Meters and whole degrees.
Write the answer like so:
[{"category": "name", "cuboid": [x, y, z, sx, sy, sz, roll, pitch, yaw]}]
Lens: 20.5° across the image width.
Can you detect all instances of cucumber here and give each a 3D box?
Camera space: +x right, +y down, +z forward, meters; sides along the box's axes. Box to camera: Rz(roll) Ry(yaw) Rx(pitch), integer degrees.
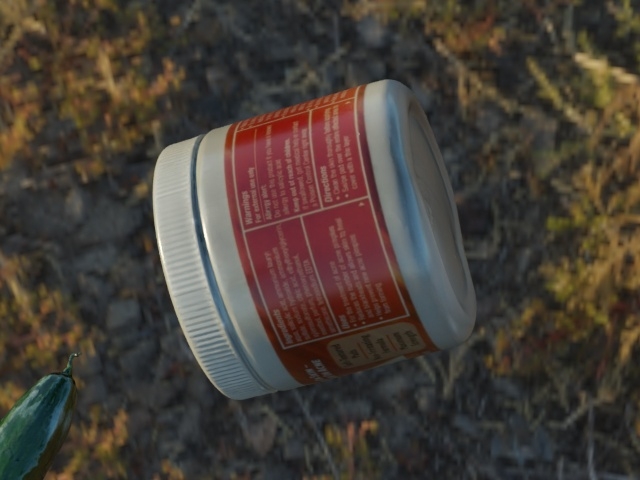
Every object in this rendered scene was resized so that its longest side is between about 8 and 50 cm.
[{"category": "cucumber", "cuboid": [-0.175, 0.133, 0.965, 0.039, 0.039, 0.168, 30, 82, 24]}]

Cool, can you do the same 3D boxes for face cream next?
[{"category": "face cream", "cuboid": [0.000, 0.000, 1.292, 0.187, 0.201, 0.201, -16, 52, 12]}]
